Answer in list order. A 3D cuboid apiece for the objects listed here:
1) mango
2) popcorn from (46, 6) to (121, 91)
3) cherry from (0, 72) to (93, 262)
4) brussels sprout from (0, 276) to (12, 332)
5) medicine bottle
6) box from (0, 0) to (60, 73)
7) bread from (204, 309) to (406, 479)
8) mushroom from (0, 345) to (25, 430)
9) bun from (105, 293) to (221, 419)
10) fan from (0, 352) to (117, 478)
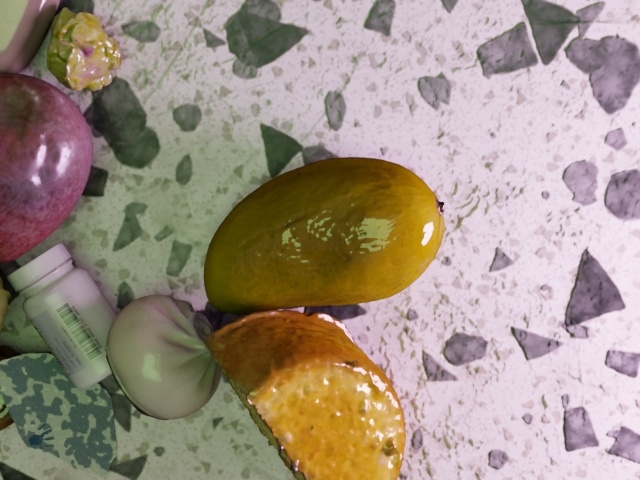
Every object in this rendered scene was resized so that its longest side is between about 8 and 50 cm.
[{"bbox_3d":[0.001,-0.008,1.565,0.332,0.142,0.195,-7,96,8],"label":"mango"},{"bbox_3d":[-0.320,-0.251,1.562,0.089,0.109,0.097,34,63,27],"label":"popcorn"},{"bbox_3d":[-0.419,-0.100,1.543,0.239,0.239,0.206,-29,67,8],"label":"cherry"},{"bbox_3d":[-0.567,0.085,1.544,0.328,0.328,0.247,23,76,-1],"label":"brussels sprout"},{"bbox_3d":[-0.340,0.102,1.622,0.103,0.103,0.186,-32,98,8],"label":"medicine bottle"},{"bbox_3d":[-0.424,-0.311,1.557,0.146,0.088,0.200,26,100,-1],"label":"box"},{"bbox_3d":[0.006,0.218,1.561,0.179,0.194,0.340,-35,117,-8],"label":"bread"},{"bbox_3d":[-0.464,0.208,1.660,0.126,0.085,0.109,-27,117,-7],"label":"mushroom"},{"bbox_3d":[-0.197,0.148,1.584,0.120,0.173,0.172,-29,98,23],"label":"bun"},{"bbox_3d":[-0.364,0.241,1.662,0.131,0.009,0.240,-45,114,-14],"label":"fan"}]
